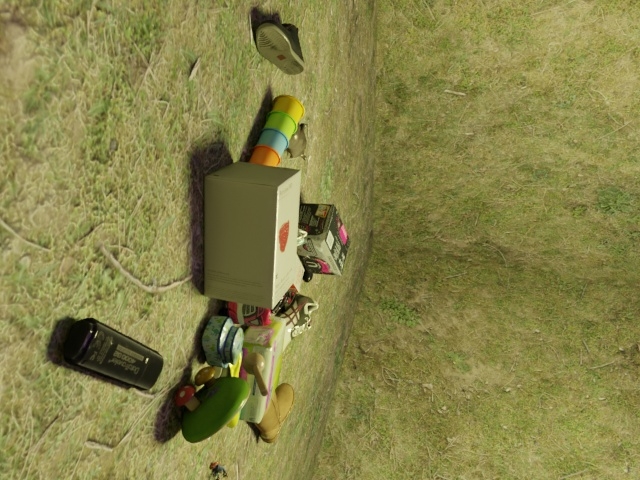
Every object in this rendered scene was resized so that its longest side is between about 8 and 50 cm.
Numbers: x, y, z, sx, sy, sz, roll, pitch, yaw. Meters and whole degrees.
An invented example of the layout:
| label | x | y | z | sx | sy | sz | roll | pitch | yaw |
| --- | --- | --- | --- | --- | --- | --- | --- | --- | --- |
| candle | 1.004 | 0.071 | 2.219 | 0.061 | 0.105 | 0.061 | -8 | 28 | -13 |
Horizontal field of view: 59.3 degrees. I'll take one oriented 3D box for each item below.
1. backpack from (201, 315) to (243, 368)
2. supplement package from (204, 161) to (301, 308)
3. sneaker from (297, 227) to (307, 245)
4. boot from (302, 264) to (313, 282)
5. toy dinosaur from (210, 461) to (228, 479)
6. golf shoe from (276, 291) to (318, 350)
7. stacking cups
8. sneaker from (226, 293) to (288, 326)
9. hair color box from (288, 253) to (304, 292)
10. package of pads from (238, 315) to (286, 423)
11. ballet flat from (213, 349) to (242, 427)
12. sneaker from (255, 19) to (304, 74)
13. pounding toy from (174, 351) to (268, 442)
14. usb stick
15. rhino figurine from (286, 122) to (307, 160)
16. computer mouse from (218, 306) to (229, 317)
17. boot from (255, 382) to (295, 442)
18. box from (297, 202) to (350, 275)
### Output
| label | x | y | z | sx | sy | sz | roll | pitch | yaw |
| --- | --- | --- | --- | --- | --- | --- | --- | --- | --- |
| backpack | -0.236 | 0.241 | 1.365 | 0.114 | 0.084 | 0.105 | 82 | 18 | -44 |
| supplement package | -0.157 | -0.018 | 1.316 | 0.177 | 0.175 | 0.292 | -51 | 148 | -65 |
| sneaker | -0.101 | 0.001 | 1.784 | 0.212 | 0.094 | 0.080 | -57 | 155 | -62 |
| boot | -0.052 | 0.091 | 2.198 | 0.099 | 0.045 | 0.121 | 79 | 19 | -59 |
| toy dinosaur | -0.288 | 0.637 | 1.569 | 0.090 | 0.047 | 0.082 | -130 | -151 | -61 |
| golf shoe | -0.097 | 0.292 | 1.966 | 0.105 | 0.120 | 0.273 | 89 | 17 | -46 |
| stacking cups | -0.126 | -0.244 | 1.486 | 0.096 | 0.096 | 0.316 | 81 | 22 | -56 |
| sneaker | -0.130 | 0.128 | 1.493 | 0.299 | 0.112 | 0.120 | -58 | 150 | -49 |
| hair color box | -0.102 | 0.112 | 1.958 | 0.167 | 0.053 | 0.093 | 68 | 32 | -65 |
| package of pads | -0.176 | 0.354 | 1.626 | 0.296 | 0.101 | 0.229 | -57 | 154 | -82 |
| ballet flat | -0.251 | 0.381 | 1.458 | 0.077 | 0.077 | 0.231 | -4 | 100 | -56 |
| sneaker | -0.110 | -0.526 | 1.447 | 0.222 | 0.083 | 0.118 | 32 | 49 | -70 |
| pounding toy | -0.242 | 0.336 | 1.273 | 0.110 | 0.237 | 0.183 | 53 | 2 | -14 |
| usb stick | -0.340 | 0.198 | 0.949 | 0.278 | 0.045 | 0.077 | 71 | 37 | -66 |
| rhino figurine | -0.078 | -0.311 | 1.718 | 0.243 | 0.073 | 0.106 | 57 | 40 | -74 |
| computer mouse | -0.218 | 0.161 | 1.495 | 0.106 | 0.042 | 0.193 | 77 | 29 | -44 |
| boot | -0.162 | 0.546 | 1.924 | 0.269 | 0.089 | 0.236 | 82 | 20 | -50 |
| box | 0.000 | 0.000 | 2.064 | 0.247 | 0.142 | 0.163 | 63 | 37 | -52 |
